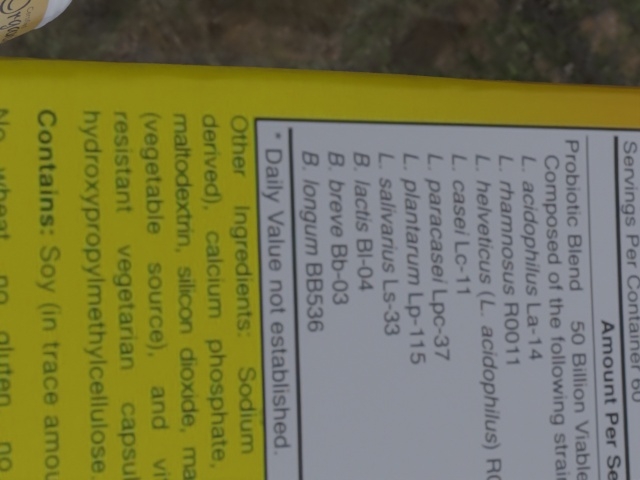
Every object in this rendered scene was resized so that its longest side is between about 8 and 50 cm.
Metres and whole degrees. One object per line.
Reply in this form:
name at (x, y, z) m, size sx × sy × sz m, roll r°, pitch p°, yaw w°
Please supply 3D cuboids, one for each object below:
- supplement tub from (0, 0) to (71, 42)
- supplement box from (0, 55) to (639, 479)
supplement tub at (-0.320, -0.240, 1.098) m, size 0.316 × 0.228 × 0.228 m, roll -30°, pitch 169°, yaw -29°
supplement box at (-0.051, 0.050, 0.504) m, size 0.356 × 0.194 × 0.195 m, roll 0°, pitch 177°, yaw -24°
